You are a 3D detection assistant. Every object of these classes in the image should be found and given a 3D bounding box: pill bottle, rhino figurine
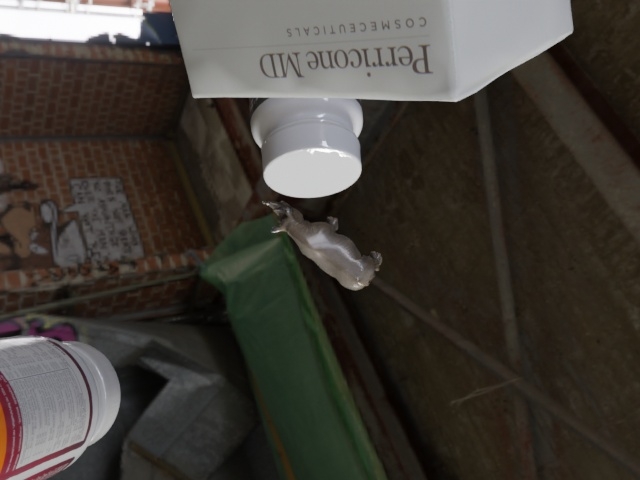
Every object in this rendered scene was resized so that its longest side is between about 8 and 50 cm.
[{"bbox_3d":[-0.250,0.137,0.561,0.221,0.121,0.121,23,57,-80],"label":"pill bottle"},{"bbox_3d":[-0.025,-0.216,1.037,0.161,0.161,0.283,-42,-134,52],"label":"pill bottle"},{"bbox_3d":[0.000,0.000,1.261,0.073,0.243,0.106,-50,-171,24],"label":"rhino figurine"}]

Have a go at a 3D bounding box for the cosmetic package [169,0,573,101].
[{"bbox_3d":[0.003,-0.280,0.395,0.217,0.156,0.385,7,-62,40],"label":"cosmetic package"}]
